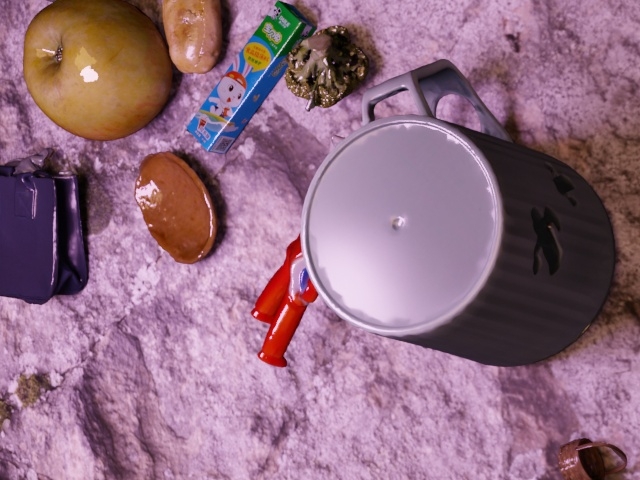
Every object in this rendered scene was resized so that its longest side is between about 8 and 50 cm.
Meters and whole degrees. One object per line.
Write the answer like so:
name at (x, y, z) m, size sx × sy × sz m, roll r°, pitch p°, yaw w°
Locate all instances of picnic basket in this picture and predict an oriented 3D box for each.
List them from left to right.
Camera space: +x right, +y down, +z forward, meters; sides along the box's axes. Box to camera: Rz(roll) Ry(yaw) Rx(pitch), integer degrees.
picnic basket at (0.372, 0.297, 1.457) m, size 0.083 × 0.072 × 0.072 m, roll -27°, pitch 78°, yaw 36°

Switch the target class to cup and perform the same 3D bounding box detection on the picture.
cup at (0.156, -0.027, 1.402) m, size 0.310 × 0.392 × 0.401 m, roll -48°, pitch 64°, yaw 15°

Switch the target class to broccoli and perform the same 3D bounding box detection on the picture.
broccoli at (0.007, -0.265, 1.628) m, size 0.131 × 0.120 × 0.130 m, roll -20°, pitch 61°, yaw -4°

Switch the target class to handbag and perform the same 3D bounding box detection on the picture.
handbag at (-0.571, -0.036, 1.958) m, size 0.326 × 0.118 × 0.269 m, roll 6°, pitch 101°, yaw 28°

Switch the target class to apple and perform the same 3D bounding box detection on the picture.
apple at (-0.377, -0.290, 1.800) m, size 0.261 × 0.194 × 0.260 m, roll 1°, pitch 91°, yaw 37°

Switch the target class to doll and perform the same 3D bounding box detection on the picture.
doll at (0.000, 0.000, 1.610) m, size 0.384 × 0.099 × 0.188 m, roll -63°, pitch 19°, yaw 24°

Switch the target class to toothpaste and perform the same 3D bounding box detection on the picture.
toothpaste at (-0.115, -0.260, 1.735) m, size 0.065 × 0.050 × 0.266 m, roll 48°, pitch 111°, yaw 23°

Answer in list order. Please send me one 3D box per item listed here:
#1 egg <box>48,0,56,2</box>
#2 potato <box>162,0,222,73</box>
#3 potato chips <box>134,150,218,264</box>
egg at (-0.456, -0.498, 1.855) m, size 0.237 × 0.169 × 0.169 m, roll 25°, pitch 103°, yaw 19°
potato at (-0.211, -0.357, 1.773) m, size 0.107 × 0.080 × 0.170 m, roll -3°, pitch 90°, yaw 41°
potato chips at (-0.238, -0.059, 1.807) m, size 0.202 × 0.049 × 0.150 m, roll 44°, pitch 114°, yaw 20°
